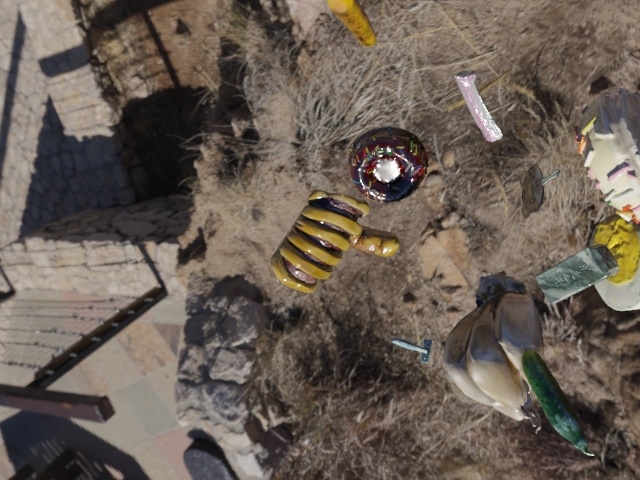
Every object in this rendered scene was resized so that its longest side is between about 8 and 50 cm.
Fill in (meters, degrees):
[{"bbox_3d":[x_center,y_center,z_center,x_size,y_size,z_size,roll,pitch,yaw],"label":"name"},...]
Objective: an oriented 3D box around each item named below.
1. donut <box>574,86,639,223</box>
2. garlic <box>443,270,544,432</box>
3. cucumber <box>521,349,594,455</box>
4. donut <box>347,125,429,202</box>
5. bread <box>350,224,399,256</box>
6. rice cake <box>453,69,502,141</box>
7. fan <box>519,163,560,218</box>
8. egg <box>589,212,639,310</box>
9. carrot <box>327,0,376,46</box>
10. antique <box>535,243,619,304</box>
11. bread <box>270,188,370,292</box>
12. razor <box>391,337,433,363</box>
[{"bbox_3d":[0.794,-0.210,1.388,0.383,0.382,0.142,53,136,-5],"label":"donut"},{"bbox_3d":[0.358,0.221,1.044,0.210,0.292,0.237,19,152,-18],"label":"garlic"},{"bbox_3d":[0.308,0.211,0.719,0.037,0.037,0.155,-56,41,37],"label":"cucumber"},{"bbox_3d":[0.188,-0.202,1.525,0.235,0.089,0.235,4,127,6],"label":"donut"},{"bbox_3d":[0.106,-0.017,1.874,0.344,0.124,0.084,14,99,18],"label":"bread"},{"bbox_3d":[0.524,-0.439,1.796,0.290,0.051,0.081,51,172,-34],"label":"rice cake"},{"bbox_3d":[0.624,-0.159,1.550,0.008,0.227,0.153,4,76,-6],"label":"fan"},{"bbox_3d":[1.010,0.061,1.695,0.200,0.337,0.337,-3,116,0],"label":"egg"},{"bbox_3d":[0.052,-0.349,0.855,0.042,0.170,0.042,-2,85,21],"label":"carrot"},{"bbox_3d":[0.669,0.084,1.409,0.183,0.086,0.088,-44,65,44],"label":"antique"},{"bbox_3d":[0.000,0.000,1.078,0.134,0.081,0.225,25,106,-35],"label":"bread"},{"bbox_3d":[0.250,0.291,1.499,0.135,0.068,0.040,22,164,-30],"label":"razor"}]
